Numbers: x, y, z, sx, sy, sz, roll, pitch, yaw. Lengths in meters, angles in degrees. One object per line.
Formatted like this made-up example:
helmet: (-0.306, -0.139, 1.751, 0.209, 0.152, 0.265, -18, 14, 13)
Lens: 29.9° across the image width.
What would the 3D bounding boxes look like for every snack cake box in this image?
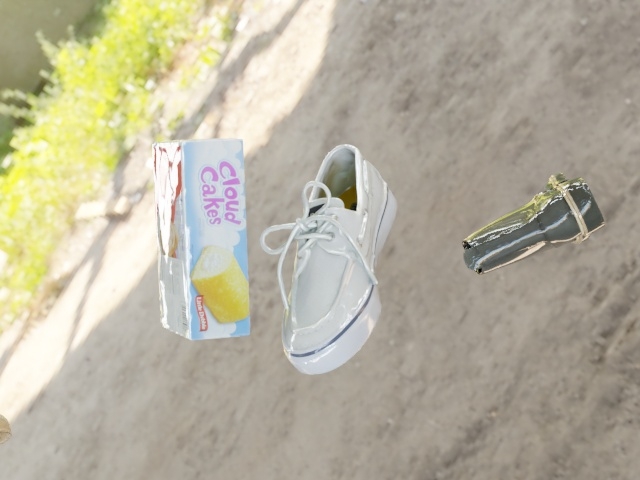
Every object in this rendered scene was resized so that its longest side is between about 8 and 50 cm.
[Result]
snack cake box: (-0.164, -0.006, 1.634, 0.152, 0.089, 0.265, -170, 77, -68)

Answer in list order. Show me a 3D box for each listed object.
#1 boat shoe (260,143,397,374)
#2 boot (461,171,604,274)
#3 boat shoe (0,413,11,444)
boat shoe: (0.008, -0.003, 1.524, 0.135, 0.156, 0.367, -14, 35, 28)
boot: (0.201, -0.010, 1.219, 0.137, 0.077, 0.198, -26, -8, 2)
boat shoe: (-0.427, 0.248, 1.465, 0.063, 0.059, 0.170, -40, -17, 9)
